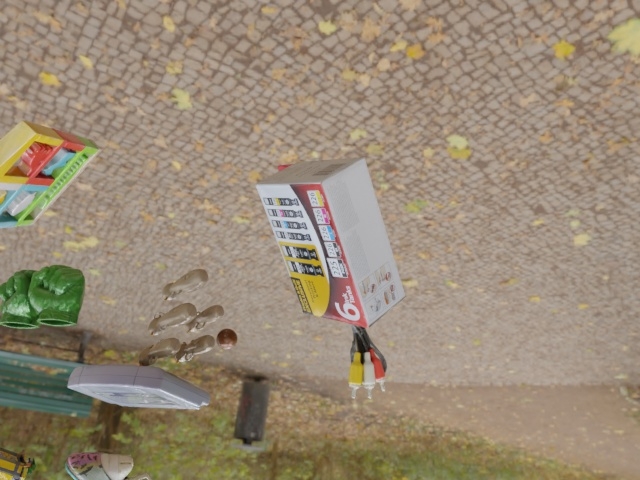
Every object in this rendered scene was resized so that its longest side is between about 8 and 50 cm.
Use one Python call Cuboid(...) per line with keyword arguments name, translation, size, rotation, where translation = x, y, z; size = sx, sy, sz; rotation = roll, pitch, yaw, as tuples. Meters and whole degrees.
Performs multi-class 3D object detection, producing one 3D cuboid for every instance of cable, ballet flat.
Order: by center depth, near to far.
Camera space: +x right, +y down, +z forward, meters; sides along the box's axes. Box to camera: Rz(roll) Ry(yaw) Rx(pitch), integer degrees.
Cuboid(name="ballet flat", translation=(-0.346, 0.432, 1.049), size=(0.079, 0.077, 0.221), rotation=(-36, 113, -2))
Cuboid(name="cable", translation=(0.116, 0.255, 1.527), size=(0.139, 0.287, 0.072), rotation=(-3, 175, -35))

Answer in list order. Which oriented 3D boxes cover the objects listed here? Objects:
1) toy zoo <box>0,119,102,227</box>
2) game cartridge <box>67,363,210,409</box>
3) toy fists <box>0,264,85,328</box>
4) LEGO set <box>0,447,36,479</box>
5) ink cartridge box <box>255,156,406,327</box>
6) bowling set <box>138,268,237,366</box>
Cuboid(name="toy zoo", translation=(-0.469, -0.096, 0.928), size=(0.030, 0.192, 0.293), rotation=(43, -178, -2))
Cuboid(name="game cartridge", translation=(-0.429, 0.340, 1.373), size=(0.297, 0.062, 0.198), rotation=(-6, 145, 28))
Cuboid(name="toy fists", translation=(-0.677, 0.131, 1.428), size=(0.279, 0.142, 0.096), rotation=(-9, 156, 32))
Cuboid(name="LEGO set", translation=(-0.625, 0.527, 1.085), size=(0.331, 0.255, 0.192), rotation=(-26, 135, 18))
Cuboid(name="ink cartridge box", translation=(0.000, 0.000, 1.220), size=(0.271, 0.130, 0.310), rotation=(4, 120, 49))
Cuboid(name="bowling set", translation=(-0.325, 0.235, 1.480), size=(0.154, 0.287, 0.200), rotation=(-25, 121, 31))
